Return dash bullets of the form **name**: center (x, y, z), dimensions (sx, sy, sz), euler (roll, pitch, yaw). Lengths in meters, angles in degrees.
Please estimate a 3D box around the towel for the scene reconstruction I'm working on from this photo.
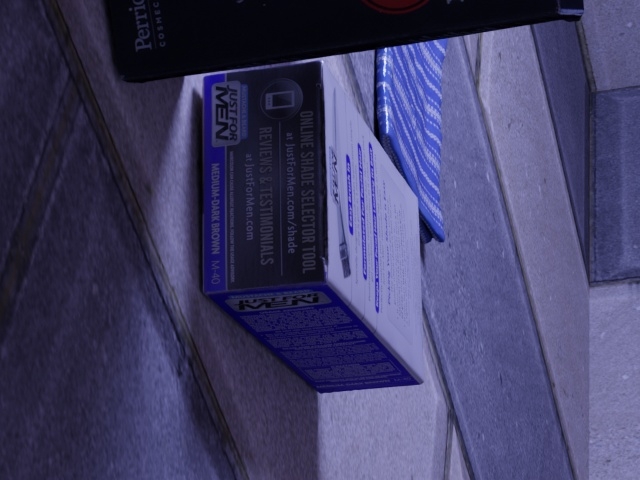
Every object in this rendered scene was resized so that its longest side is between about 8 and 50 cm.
- **towel**: center (0.112, -0.194, 2.344), dimensions (0.243, 0.040, 0.336), euler (62, 25, -53)

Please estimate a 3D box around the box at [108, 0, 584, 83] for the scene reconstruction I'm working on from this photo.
- **box**: center (0.003, -0.301, 1.394), dimensions (0.179, 0.313, 0.343), euler (-25, 106, -75)

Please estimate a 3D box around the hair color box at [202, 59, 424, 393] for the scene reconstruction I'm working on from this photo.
- **hair color box**: center (0.000, 0.000, 1.655), dimensions (0.339, 0.110, 0.185), euler (52, 34, -67)
